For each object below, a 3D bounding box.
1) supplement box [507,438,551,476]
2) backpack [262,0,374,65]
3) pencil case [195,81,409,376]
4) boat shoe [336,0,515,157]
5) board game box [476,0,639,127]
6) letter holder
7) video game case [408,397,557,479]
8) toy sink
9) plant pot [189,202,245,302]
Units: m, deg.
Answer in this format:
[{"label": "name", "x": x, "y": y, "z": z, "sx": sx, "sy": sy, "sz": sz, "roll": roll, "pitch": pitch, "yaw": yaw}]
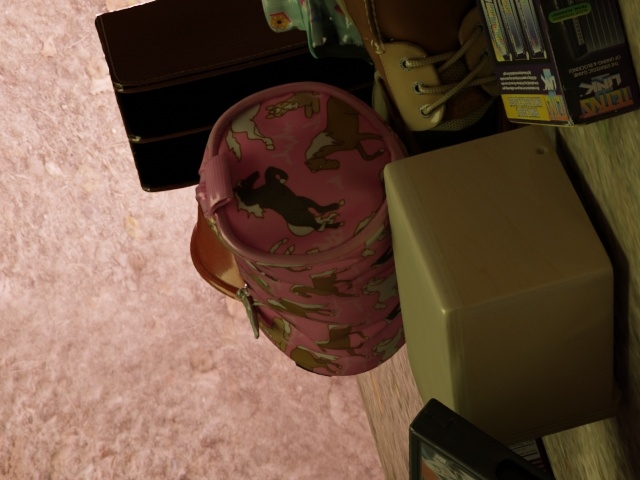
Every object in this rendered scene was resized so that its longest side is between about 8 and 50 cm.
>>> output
[{"label": "supplement box", "x": 0.192, "y": 0.274, "z": 1.683, "sx": 0.130, "sy": 0.073, "sz": 0.239, "roll": 87, "pitch": 168, "yaw": -70}, {"label": "backpack", "x": 0.023, "y": -0.261, "z": 1.429, "sx": 0.166, "sy": 0.144, "sz": 0.188, "roll": -60, "pitch": -26, "yaw": -50}, {"label": "pencil case", "x": 0.000, "y": 0.000, "z": 1.470, "sx": 0.160, "sy": 0.167, "sz": 0.386, "roll": 42, "pitch": 170, "yaw": 15}, {"label": "boat shoe", "x": 0.095, "y": -0.140, "z": 1.323, "sx": 0.324, "sy": 0.122, "sz": 0.120, "roll": 66, "pitch": 178, "yaw": -56}, {"label": "board game box", "x": 0.141, "y": -0.146, "z": 1.099, "sx": 0.170, "sy": 0.048, "sz": 0.141, "roll": -141, "pitch": 34, "yaw": -81}, {"label": "letter holder", "x": -0.038, "y": -0.148, "z": 1.619, "sx": 0.214, "sy": 0.302, "sz": 0.152, "roll": -116, "pitch": 12, "yaw": -63}, {"label": "video game case", "x": 0.171, "y": 0.242, "z": 1.237, "sx": 0.248, "sy": 0.035, "sz": 0.275, "roll": 33, "pitch": 159, "yaw": 19}, {"label": "toy sink", "x": 0.138, "y": 0.058, "z": 1.284, "sx": 0.234, "sy": 0.131, "sz": 0.153, "roll": 80, "pitch": 173, "yaw": -46}, {"label": "plant pot", "x": -0.019, "y": -0.108, "z": 1.922, "sx": 0.272, "sy": 0.272, "sz": 0.265, "roll": -112, "pitch": 16, "yaw": -54}]
